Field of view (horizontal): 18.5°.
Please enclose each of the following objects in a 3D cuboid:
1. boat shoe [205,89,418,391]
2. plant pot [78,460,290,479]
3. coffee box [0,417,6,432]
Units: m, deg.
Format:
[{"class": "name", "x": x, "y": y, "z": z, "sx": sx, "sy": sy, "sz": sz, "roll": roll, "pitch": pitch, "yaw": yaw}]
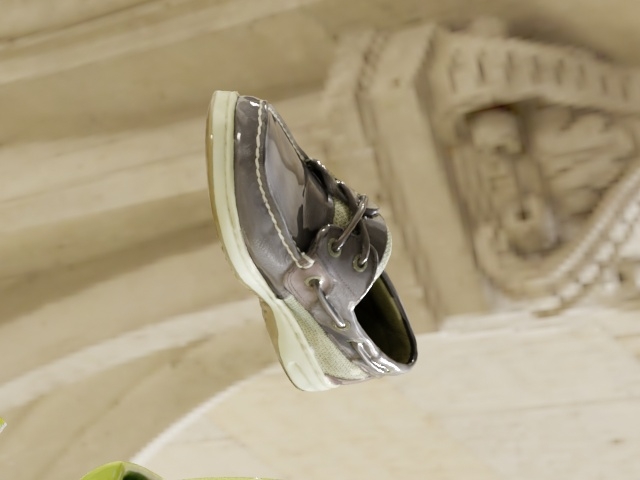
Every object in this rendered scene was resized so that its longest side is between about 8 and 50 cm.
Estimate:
[{"class": "boat shoe", "x": 0.000, "y": 0.001, "z": 0.978, "sx": 0.223, "sy": 0.073, "sz": 0.080, "roll": 69, "pitch": -159, "yaw": -52}, {"class": "plant pot", "x": -0.083, "y": 0.273, "z": 1.408, "sx": 0.228, "sy": 0.207, "sz": 0.227, "roll": 61, "pitch": -139, "yaw": -77}, {"class": "coffee box", "x": -0.411, "y": 0.135, "z": 1.025, "sx": 0.338, "sy": 0.334, "sz": 0.337, "roll": 46, "pitch": -174, "yaw": -10}]
